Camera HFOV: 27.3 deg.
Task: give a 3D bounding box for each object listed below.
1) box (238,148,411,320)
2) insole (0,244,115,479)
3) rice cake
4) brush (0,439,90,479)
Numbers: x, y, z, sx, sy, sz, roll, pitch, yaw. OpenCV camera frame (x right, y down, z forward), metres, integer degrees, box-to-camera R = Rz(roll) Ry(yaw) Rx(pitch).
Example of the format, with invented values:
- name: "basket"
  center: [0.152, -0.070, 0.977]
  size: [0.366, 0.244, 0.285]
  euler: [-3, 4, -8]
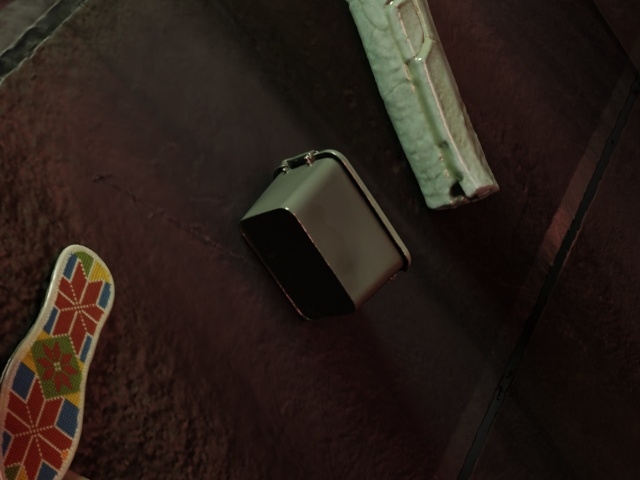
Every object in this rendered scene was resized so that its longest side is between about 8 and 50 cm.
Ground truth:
- name: "box"
  center: [0.000, 0.000, 0.994]
  size: [0.069, 0.084, 0.122]
  euler: [-47, 109, -35]
- name: "insole"
  center: [-0.163, 0.078, 0.815]
  size: [0.065, 0.006, 0.193]
  euler: [46, 37, -30]
- name: "rice cake"
  center: [0.069, -0.188, 1.154]
  size: [0.066, 0.063, 0.336]
  euler: [-22, 90, -57]
- name: "brush"
  center: [-0.219, 0.101, 0.748]
  size: [0.299, 0.042, 0.039]
  euler: [35, 12, -34]
